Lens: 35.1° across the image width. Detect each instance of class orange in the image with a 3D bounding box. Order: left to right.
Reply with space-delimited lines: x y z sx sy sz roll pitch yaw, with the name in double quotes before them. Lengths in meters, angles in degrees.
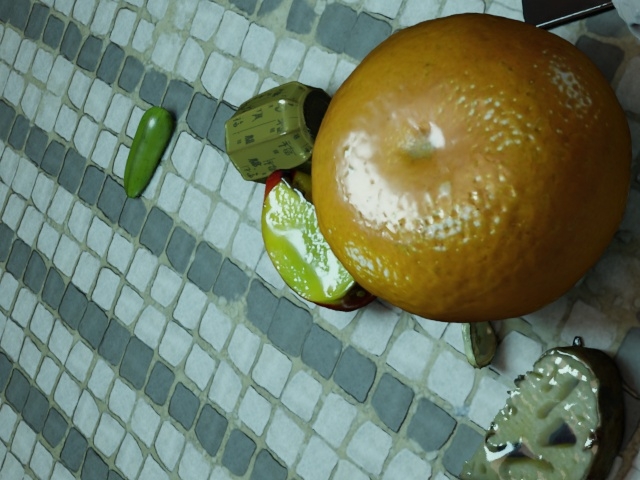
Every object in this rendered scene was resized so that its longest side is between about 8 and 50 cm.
"orange" 0.201 -0.089 1.346 0.423 0.326 0.424 -6 76 27

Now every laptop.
"laptop" 0.354 -0.415 1.462 0.153 0.026 0.207 -12 77 37

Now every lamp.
"lamp" -0.062 -0.178 1.705 0.185 0.161 0.161 -17 72 37

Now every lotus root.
"lotus root" 0.312 0.263 1.364 0.170 0.074 0.261 37 108 35

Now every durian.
"durian" 0.218 0.131 1.471 0.052 0.066 0.130 -28 57 35

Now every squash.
"squash" -0.347 -0.175 2.014 0.066 0.066 0.201 39 116 38

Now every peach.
"peach" -0.002 0.007 1.614 0.267 0.158 0.154 40 104 27

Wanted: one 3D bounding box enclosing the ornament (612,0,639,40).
"ornament" 0.471 -0.339 1.208 0.259 0.225 0.260 -3 77 13
